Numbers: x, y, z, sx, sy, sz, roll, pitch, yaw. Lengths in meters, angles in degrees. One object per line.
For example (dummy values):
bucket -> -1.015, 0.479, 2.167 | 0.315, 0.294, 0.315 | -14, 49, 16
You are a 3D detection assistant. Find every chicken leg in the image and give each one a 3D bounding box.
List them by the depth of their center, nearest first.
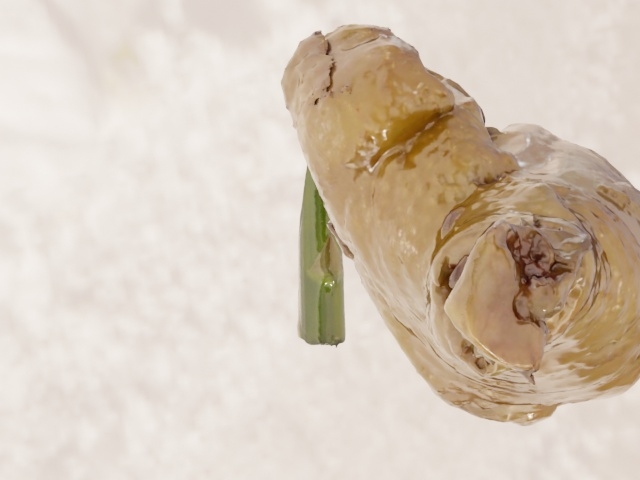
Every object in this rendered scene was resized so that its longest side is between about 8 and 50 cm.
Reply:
chicken leg -> 0.080, -0.009, 1.099 | 0.295, 0.182, 0.409 | 50, 10, 3

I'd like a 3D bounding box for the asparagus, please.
asparagus -> 0.000, 0.000, 1.580 | 0.045, 0.041, 0.178 | -86, 176, -82
